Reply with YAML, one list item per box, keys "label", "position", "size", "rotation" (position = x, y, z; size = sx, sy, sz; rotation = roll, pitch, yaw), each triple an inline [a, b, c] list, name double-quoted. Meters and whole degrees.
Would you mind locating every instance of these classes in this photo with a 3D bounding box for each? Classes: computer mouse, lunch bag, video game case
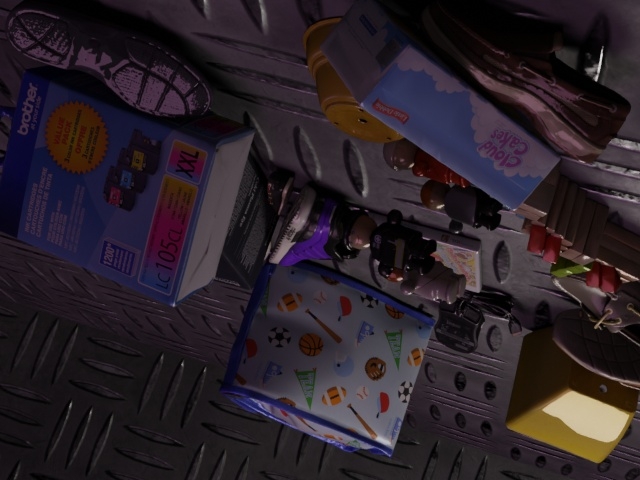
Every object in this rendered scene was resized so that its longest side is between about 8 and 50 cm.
- label: "computer mouse"
  position: [0.315, 0.153, 2.281]
  size: [0.184, 0.060, 0.262]
  rotation: [18, 152, 19]
- label: "lunch bag"
  position: [-0.002, 0.243, 2.456]
  size: [0.386, 0.327, 0.239]
  rotation: [26, 161, -24]
- label: "video game case"
  position: [0.189, 0.024, 2.073]
  size: [0.206, 0.026, 0.227]
  rotation: [15, 162, 14]

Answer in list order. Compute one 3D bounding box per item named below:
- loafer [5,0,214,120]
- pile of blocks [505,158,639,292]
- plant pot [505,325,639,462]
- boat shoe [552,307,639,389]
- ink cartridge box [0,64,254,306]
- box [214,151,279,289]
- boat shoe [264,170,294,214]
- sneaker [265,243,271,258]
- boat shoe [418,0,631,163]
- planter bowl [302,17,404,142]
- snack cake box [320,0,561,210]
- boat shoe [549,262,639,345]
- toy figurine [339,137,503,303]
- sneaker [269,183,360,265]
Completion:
- label: "loafer"
  position: [-0.288, -0.270, 1.629]
  size: [0.303, 0.095, 0.109]
  rotation: [22, 121, -13]
- label: "pile of blocks"
  position: [0.333, -0.010, 1.661]
  size: [0.149, 0.112, 0.362]
  rotation: [1, 154, 46]
- label: "plant pot"
  position: [0.506, 0.274, 2.218]
  size: [0.212, 0.212, 0.187]
  rotation: [22, 150, -6]
- label: "boat shoe"
  position: [0.565, 0.216, 2.092]
  size: [0.325, 0.123, 0.116]
  rotation: [22, 165, -2]
- label: "ink cartridge box"
  position: [-0.332, -0.103, 1.763]
  size: [0.396, 0.269, 0.151]
  rotation: [22, -161, 16]
- label: "box"
  position: [-0.280, -0.079, 2.018]
  size: [0.343, 0.178, 0.312]
  rotation: [14, 163, 18]
- label: "boat shoe"
  position: [-0.073, -0.083, 2.000]
  size: [0.042, 0.048, 0.133]
  rotation: [24, 161, 4]
- label: "sneaker"
  position: [-0.171, 0.012, 2.288]
  size: [0.121, 0.112, 0.299]
  rotation: [18, 164, 5]
- label: "boat shoe"
  position: [0.232, -0.198, 1.276]
  size: [0.257, 0.095, 0.095]
  rotation: [35, 119, -11]
- label: "planter bowl"
  position: [0.066, -0.185, 1.461]
  size: [0.217, 0.090, 0.217]
  rotation: [18, 162, 6]
- label: "snack cake box"
  position: [0.139, -0.159, 1.325]
  size: [0.264, 0.089, 0.152]
  rotation: [30, -161, -34]
- label: "boat shoe"
  position: [0.497, 0.112, 1.887]
  size: [0.305, 0.091, 0.109]
  rotation: [26, 162, -19]
- label: "toy figurine"
  position: [0.144, -0.031, 1.650]
  size: [0.148, 0.213, 0.209]
  rotation: [21, 168, 31]
- label: "sneaker"
  position: [0.000, 0.001, 2.080]
  size: [0.146, 0.102, 0.293]
  rotation: [21, 163, -5]
